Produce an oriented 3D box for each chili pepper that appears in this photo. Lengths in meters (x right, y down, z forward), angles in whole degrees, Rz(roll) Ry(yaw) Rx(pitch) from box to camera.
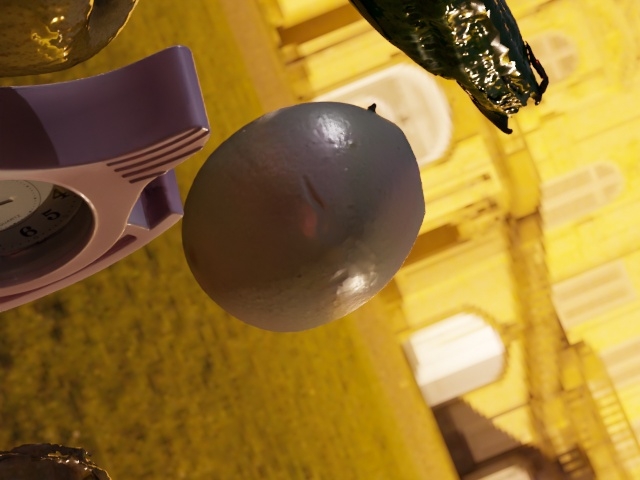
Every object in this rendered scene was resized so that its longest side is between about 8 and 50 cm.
[{"bbox_3d":[0.026,-0.120,0.565,0.098,0.061,0.224,57,1,43],"label":"chili pepper"}]

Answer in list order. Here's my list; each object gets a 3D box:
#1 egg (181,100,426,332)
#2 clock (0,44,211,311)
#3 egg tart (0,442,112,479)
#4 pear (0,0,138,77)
[{"bbox_3d":[-0.016,-0.002,1.457,0.206,0.271,0.162,26,23,-41],"label":"egg"},{"bbox_3d":[-0.222,-0.060,1.093,0.275,0.290,0.080,48,21,-59],"label":"clock"},{"bbox_3d":[-0.265,0.289,1.161,0.132,0.297,0.297,47,-14,43],"label":"egg tart"},{"bbox_3d":[-0.228,-0.206,0.980,0.228,0.211,0.188,-40,145,-70],"label":"pear"}]
